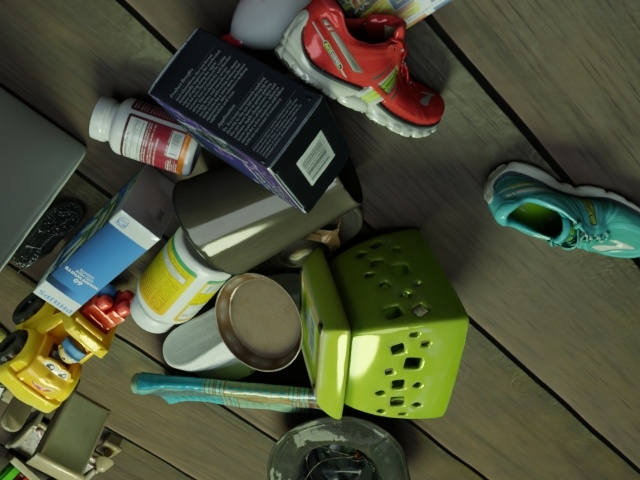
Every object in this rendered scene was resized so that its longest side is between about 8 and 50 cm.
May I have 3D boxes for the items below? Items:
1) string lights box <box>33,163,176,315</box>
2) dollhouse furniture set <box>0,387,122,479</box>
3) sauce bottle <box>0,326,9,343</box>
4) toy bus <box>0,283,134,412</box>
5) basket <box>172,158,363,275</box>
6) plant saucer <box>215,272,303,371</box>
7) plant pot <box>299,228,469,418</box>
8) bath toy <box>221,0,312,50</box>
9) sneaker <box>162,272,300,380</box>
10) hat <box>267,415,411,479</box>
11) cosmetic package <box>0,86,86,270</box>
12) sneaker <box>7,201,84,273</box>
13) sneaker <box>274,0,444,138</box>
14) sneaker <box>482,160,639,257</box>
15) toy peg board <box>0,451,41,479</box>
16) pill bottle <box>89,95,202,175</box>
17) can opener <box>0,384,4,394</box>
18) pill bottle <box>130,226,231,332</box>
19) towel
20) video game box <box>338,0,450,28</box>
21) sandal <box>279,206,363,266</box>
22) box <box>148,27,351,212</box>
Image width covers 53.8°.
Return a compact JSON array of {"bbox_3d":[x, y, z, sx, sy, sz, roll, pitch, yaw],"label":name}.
[{"bbox_3d":[-0.346,0.002,1.032,0.260,0.133,0.077,-35,117,29],"label":"string lights box"},{"bbox_3d":[-0.655,0.493,1.431,0.303,0.173,0.355,40,122,-22],"label":"dollhouse furniture set"},{"bbox_3d":[-0.656,0.199,1.285,0.042,0.042,0.128,-21,125,22],"label":"sauce bottle"},{"bbox_3d":[-0.434,0.165,1.125,0.211,0.220,0.149,-25,124,17],"label":"toy bus"},{"bbox_3d":[-0.066,-0.064,0.935,0.227,0.154,0.204,-25,152,18],"label":"basket"},{"bbox_3d":[-0.096,0.130,1.031,0.168,0.029,0.168,8,108,25],"label":"plant saucer"},{"bbox_3d":[0.080,0.137,0.994,0.207,0.227,0.228,-4,127,-12],"label":"plant pot"},{"bbox_3d":[-0.121,-0.364,0.718,0.129,0.151,0.348,-27,130,6],"label":"bath toy"},{"bbox_3d":[-0.124,0.166,1.167,0.293,0.108,0.169,-24,151,4],"label":"sneaker"},{"bbox_3d":[0.040,0.487,1.366,0.331,0.134,0.331,1,110,2],"label":"hat"},{"bbox_3d":[-0.627,-0.072,0.887,0.394,0.327,0.329,37,123,-22],"label":"cosmetic package"},{"bbox_3d":[-0.475,-0.006,1.089,0.170,0.089,0.051,-45,104,-6],"label":"sneaker"},{"bbox_3d":[0.078,-0.214,0.781,0.279,0.107,0.118,13,123,-44],"label":"sneaker"},{"bbox_3d":[0.369,-0.022,0.940,0.275,0.110,0.107,16,128,-6],"label":"sneaker"},{"bbox_3d":[-0.715,0.597,1.516,0.160,0.079,0.161,49,149,-12],"label":"toy peg board"},{"bbox_3d":[-0.252,-0.157,0.926,0.152,0.086,0.086,19,128,-7],"label":"pill bottle"},{"bbox_3d":[-0.774,0.371,1.419,0.074,0.093,0.280,5,139,-35],"label":"can opener"},{"bbox_3d":[-0.240,0.069,1.082,0.118,0.117,0.208,33,125,-18],"label":"pill bottle"},{"bbox_3d":[-0.151,0.304,1.223,0.370,0.040,0.271,5,162,3],"label":"towel"},{"bbox_3d":[0.096,-0.359,0.749,0.205,0.048,0.187,-27,118,26],"label":"video game box"},{"bbox_3d":[0.000,0.000,1.041,0.180,0.049,0.072,-35,117,29],"label":"sandal"},{"bbox_3d":[-0.084,-0.148,0.797,0.207,0.108,0.153,33,174,24],"label":"box"}]
